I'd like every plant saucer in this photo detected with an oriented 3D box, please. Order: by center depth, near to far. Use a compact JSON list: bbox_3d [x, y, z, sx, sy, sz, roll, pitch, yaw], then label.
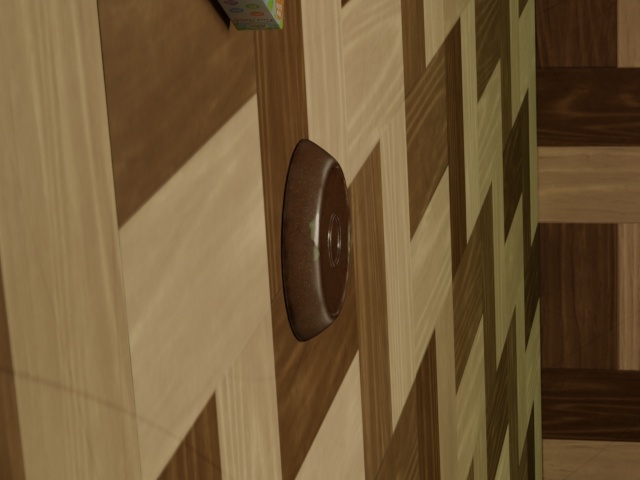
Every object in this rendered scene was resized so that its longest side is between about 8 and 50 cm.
[{"bbox_3d":[0.000,0.000,1.454,0.168,0.029,0.168,1,90,-79],"label":"plant saucer"}]

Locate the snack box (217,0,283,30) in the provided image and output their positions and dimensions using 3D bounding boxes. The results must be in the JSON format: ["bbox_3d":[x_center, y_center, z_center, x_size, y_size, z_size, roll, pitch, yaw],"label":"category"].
[{"bbox_3d":[-0.049,-0.225,1.180,0.100,0.037,0.141,48,43,-71],"label":"snack box"}]
